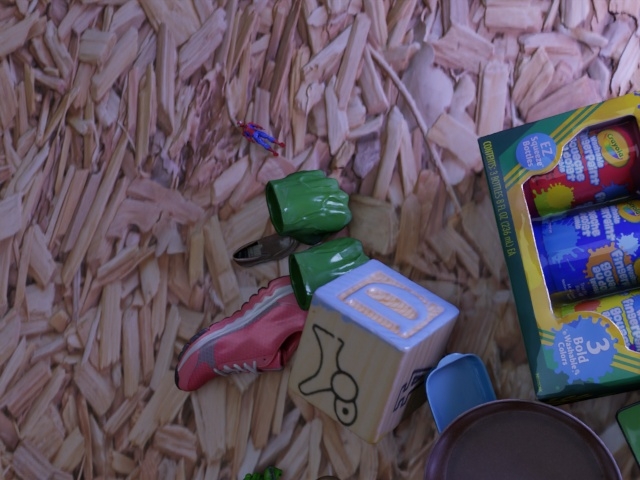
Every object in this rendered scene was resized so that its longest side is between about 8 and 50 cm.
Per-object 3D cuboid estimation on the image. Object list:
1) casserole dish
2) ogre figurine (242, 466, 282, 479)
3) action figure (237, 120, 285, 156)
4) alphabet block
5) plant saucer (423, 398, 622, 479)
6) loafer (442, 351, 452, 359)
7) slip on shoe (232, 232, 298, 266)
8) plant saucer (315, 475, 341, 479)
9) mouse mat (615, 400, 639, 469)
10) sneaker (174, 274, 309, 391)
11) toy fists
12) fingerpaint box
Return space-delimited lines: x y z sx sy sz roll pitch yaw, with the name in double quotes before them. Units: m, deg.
"casserole dish" 0.232 0.270 1.500 0.114 0.037 0.189 -23 103 -14
"ogre figurine" -0.139 0.493 1.610 0.197 0.097 0.118 -23 50 -1
"action figure" -0.124 -0.210 1.819 0.115 0.030 0.038 34 95 27
"alphabet block" 0.086 0.179 1.505 0.192 0.193 0.197 32 122 26
"plant saucer" 0.318 0.396 1.433 0.310 0.050 0.311 2 96 19
"loafer" 0.217 0.252 1.557 0.045 0.039 0.125 -13 72 17
"slip on shoe" -0.106 0.014 1.745 0.135 0.041 0.052 -17 71 17
"plant saucer" 0.012 0.456 1.598 0.083 0.015 0.084 -6 74 20
"mouse mat" 0.562 0.323 1.398 0.152 0.007 0.190 -26 83 16
"sneaker" -0.133 0.199 1.668 0.313 0.116 0.136 -38 67 8
"toy fists" 0.000 0.000 1.659 0.142 0.096 0.279 -11 67 -19
"fingerpaint box" 0.484 0.006 1.447 0.370 0.163 0.445 -14 72 18
